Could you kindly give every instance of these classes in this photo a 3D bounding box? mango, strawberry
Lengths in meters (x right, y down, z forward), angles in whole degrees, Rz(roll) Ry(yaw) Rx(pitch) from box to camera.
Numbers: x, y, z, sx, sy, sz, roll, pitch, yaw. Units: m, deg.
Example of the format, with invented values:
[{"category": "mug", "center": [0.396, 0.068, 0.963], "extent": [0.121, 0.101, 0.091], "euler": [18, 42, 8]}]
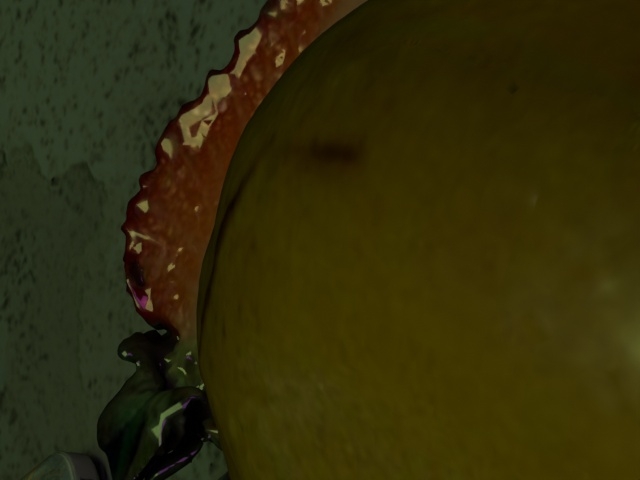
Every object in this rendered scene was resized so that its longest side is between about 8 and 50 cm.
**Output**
[{"category": "mango", "center": [0.119, 0.065, 0.541], "extent": [0.445, 0.221, 0.301], "euler": [37, 125, 52]}, {"category": "strawberry", "center": [0.000, 0.000, 0.829], "extent": [0.188, 0.106, 0.286], "euler": [27, 93, 43]}]

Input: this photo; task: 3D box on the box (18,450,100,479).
[{"category": "box", "center": [-0.209, 0.246, 1.079], "extent": [0.285, 0.044, 0.142], "euler": [-39, 52, 39]}]
